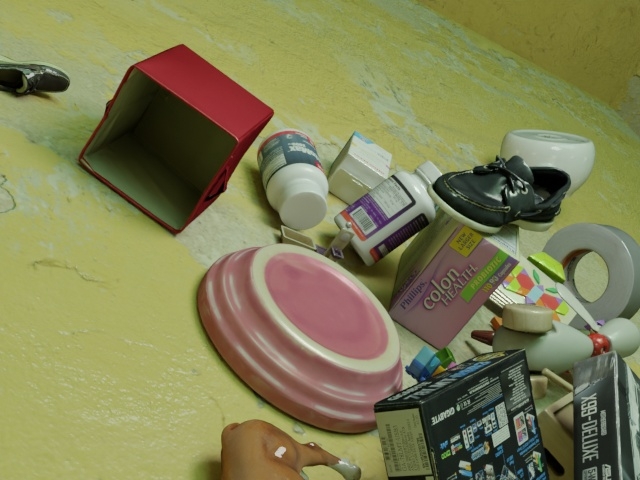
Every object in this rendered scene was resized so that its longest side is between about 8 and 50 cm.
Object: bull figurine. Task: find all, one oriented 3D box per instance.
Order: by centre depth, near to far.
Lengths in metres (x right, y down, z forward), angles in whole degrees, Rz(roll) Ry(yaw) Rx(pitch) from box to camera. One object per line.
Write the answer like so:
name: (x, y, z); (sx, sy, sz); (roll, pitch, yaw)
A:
bull figurine: (-0.036, 0.315, 1.019); (0.188, 0.101, 0.310); (29, 29, -25)

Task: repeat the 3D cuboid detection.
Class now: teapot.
teapot: (0.568, -0.175, 2.490); (0.256, 0.187, 0.252); (-7, 19, -33)

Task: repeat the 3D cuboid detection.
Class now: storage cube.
storage cube: (-0.211, -0.157, 1.484); (0.215, 0.184, 0.193); (35, 24, -1)

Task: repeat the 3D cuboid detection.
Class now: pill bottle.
pill bottle: (-0.044, -0.103, 1.687); (0.108, 0.108, 0.180); (21, 30, -29)
pill bottle: (0.129, -0.051, 1.692); (0.108, 0.193, 0.108); (55, -1, 1)

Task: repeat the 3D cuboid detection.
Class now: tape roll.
tape roll: (0.551, 0.074, 2.000); (0.072, 0.219, 0.219); (4, 41, -48)

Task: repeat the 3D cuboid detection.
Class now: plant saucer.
plant saucer: (-0.011, 0.118, 1.390); (0.332, 0.084, 0.332); (28, 28, -16)

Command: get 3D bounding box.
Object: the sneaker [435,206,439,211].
sneaker: (0.274, -0.026, 2.005); (0.073, 0.063, 0.162); (6, 39, -41)

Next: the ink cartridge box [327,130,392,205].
ink cartridge box: (0.072, -0.130, 1.895); (0.092, 0.090, 0.143); (33, 27, -7)

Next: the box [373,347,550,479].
box: (0.190, 0.302, 1.174); (0.295, 0.073, 0.293); (-12, 92, -56)

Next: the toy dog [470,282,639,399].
toy dog: (0.396, 0.180, 1.711); (0.333, 0.220, 0.161); (25, -4, -39)

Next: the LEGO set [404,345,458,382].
LEGO set: (0.158, 0.225, 1.376); (0.087, 0.093, 0.227); (36, -9, 29)

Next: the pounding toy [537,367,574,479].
pounding toy: (0.389, 0.301, 1.564); (0.181, 0.094, 0.206); (49, 28, 20)

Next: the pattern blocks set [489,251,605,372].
pattern blocks set: (0.411, 0.110, 1.899); (0.325, 0.026, 0.285); (30, 41, 0)

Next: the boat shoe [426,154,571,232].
boat shoe: (0.305, -0.085, 1.589); (0.340, 0.113, 0.127); (7, 39, -45)

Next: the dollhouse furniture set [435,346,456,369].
dollhouse furniture set: (0.222, 0.239, 1.546); (0.152, 0.058, 0.076); (47, 13, -25)

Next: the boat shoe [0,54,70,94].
boat shoe: (-0.451, -0.243, 1.484); (0.152, 0.056, 0.049); (5, 44, -33)

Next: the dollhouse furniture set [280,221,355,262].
dollhouse furniture set: (0.000, 0.000, 1.599); (0.114, 0.081, 0.091); (22, 29, -27)

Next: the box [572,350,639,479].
box: (0.477, 0.349, 1.443); (0.307, 0.076, 0.242); (45, 39, -28)

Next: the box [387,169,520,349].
box: (0.233, 0.029, 1.687); (0.117, 0.213, 0.243); (34, 26, -5)
